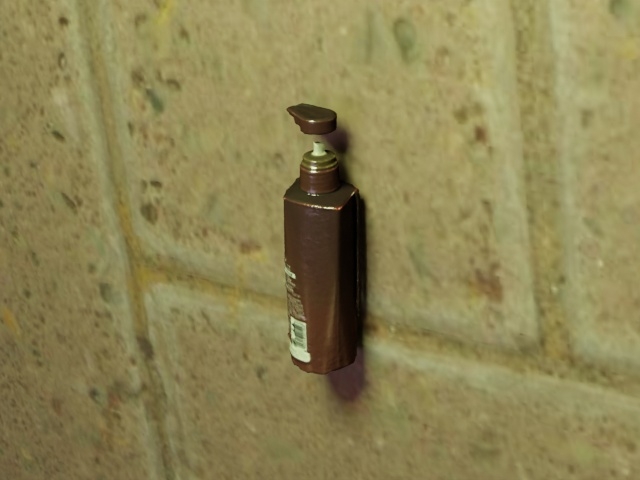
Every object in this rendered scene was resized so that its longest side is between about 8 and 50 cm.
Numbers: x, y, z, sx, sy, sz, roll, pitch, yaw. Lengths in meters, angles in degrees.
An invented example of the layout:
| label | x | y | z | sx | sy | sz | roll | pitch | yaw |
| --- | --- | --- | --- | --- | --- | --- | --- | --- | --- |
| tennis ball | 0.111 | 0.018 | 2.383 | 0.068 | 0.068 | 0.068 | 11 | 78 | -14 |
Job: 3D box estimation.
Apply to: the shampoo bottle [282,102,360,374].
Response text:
| label | x | y | z | sx | sy | sz | roll | pitch | yaw |
| --- | --- | --- | --- | --- | --- | --- | --- | --- | --- |
| shampoo bottle | 0.000 | -0.001 | 1.284 | 0.068 | 0.067 | 0.236 | 14 | 119 | 27 |
